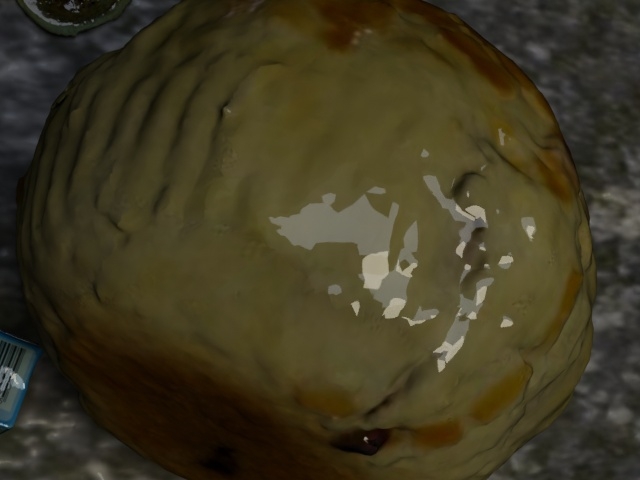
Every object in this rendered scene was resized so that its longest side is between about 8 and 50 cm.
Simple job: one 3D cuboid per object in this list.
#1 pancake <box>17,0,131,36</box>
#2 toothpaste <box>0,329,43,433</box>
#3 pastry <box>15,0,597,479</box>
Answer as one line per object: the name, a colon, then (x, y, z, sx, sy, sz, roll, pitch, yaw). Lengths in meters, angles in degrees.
pancake: (-0.199, -0.213, 0.996, 0.108, 0.017, 0.108, 5, 78, -24)
toothpaste: (-0.324, 0.055, 0.844, 0.267, 0.050, 0.065, 24, 68, -17)
pastry: (0.000, 0.000, 0.826, 0.389, 0.388, 0.312, 32, 57, -14)
